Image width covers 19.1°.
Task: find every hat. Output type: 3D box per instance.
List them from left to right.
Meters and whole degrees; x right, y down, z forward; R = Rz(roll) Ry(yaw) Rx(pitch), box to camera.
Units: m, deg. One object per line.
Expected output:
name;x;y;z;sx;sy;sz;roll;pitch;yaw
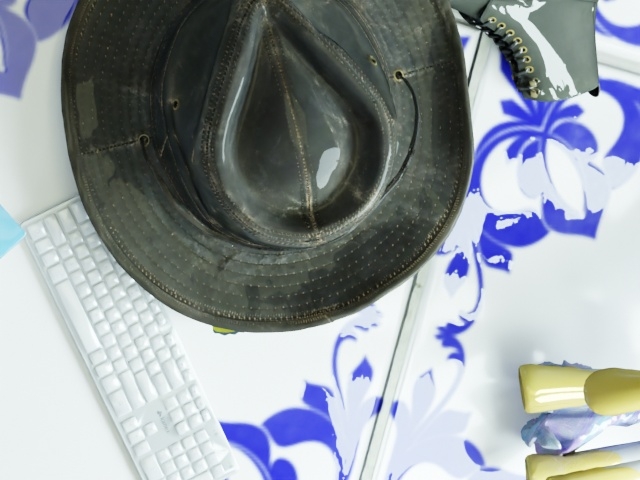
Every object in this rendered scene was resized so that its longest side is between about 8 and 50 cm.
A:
hat;-0.033;-0.094;1.330;0.331;0.134;0.331;0;94;-5

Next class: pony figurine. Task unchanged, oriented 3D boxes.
pony figurine;0.342;0.138;1.491;0.363;0.351;0.303;-8;88;1

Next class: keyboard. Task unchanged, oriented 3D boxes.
keyboard;-0.142;0.083;1.432;0.072;0.014;0.256;-28;109;-15

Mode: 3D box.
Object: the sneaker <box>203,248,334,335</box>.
sneaker;0.000;0.000;1.445;0.209;0.069;0.082;-20;104;-17

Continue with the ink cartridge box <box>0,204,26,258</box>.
ink cartridge box;-0.294;0.004;1.311;0.143;0.092;0.090;-42;112;-10

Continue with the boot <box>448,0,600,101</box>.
boot;0.138;-0.161;1.471;0.198;0.077;0.137;-11;109;-19
